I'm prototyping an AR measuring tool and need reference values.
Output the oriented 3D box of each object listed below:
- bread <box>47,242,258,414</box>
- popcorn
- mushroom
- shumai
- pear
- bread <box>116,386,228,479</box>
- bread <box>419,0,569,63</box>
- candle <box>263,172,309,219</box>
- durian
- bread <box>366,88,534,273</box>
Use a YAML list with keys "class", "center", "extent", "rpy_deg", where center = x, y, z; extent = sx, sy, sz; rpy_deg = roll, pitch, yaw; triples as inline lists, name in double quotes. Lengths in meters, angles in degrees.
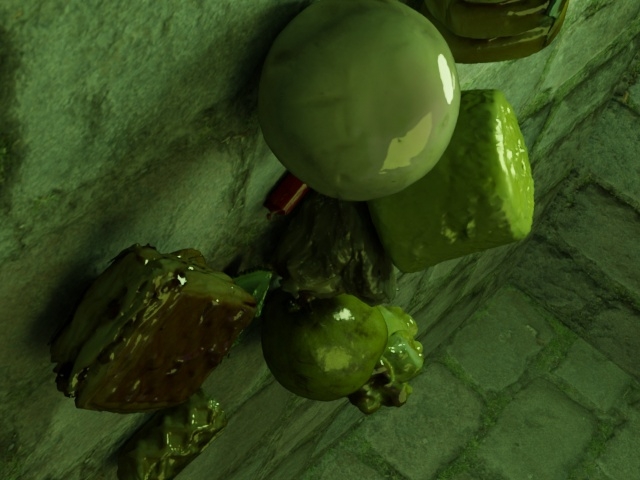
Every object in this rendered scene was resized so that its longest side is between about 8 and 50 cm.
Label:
- class: "bread"
  center: [-0.276, 0.132, 1.528]
  extent: [0.277, 0.167, 0.324]
  rpy_deg: [-53, 152, 10]
- class: "popcorn"
  center: [0.110, 0.302, 2.522]
  extent: [0.312, 0.312, 0.312]
  rpy_deg: [-43, 160, -20]
- class: "mushroom"
  center: [0.054, -0.192, 1.477]
  extent: [0.315, 0.315, 0.356]
  rpy_deg: [-36, 154, -35]
- class: "shumai"
  center: [0.000, 0.000, 1.949]
  extent: [0.267, 0.262, 0.314]
  rpy_deg: [-67, 145, -66]
- class: "pear"
  center: [-0.007, 0.208, 2.156]
  extent: [0.287, 0.287, 0.375]
  rpy_deg: [-48, 147, -7]
- class: "bread"
  center: [-0.323, 0.433, 2.056]
  extent: [0.267, 0.130, 0.152]
  rpy_deg: [-43, 169, -21]
- class: "bread"
  center: [0.327, -0.443, 1.658]
  extent: [0.300, 0.210, 0.341]
  rpy_deg: [-30, 154, -23]
- class: "candle"
  center: [-0.057, -0.090, 1.788]
  extent: [0.131, 0.052, 0.052]
  rpy_deg: [-50, 161, 2]
- class: "durian"
  center: [-0.170, 0.132, 1.870]
  extent: [0.215, 0.100, 0.086]
  rpy_deg: [-61, 156, 12]
- class: "bread"
  center: [0.245, -0.118, 1.850]
  extent: [0.348, 0.307, 0.348]
  rpy_deg: [-7, 90, -72]
